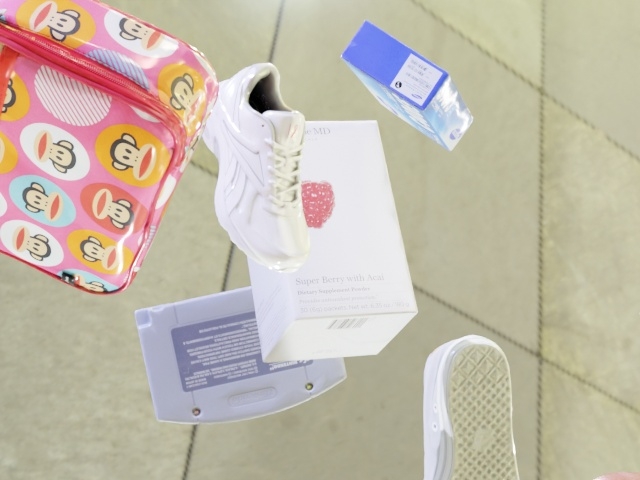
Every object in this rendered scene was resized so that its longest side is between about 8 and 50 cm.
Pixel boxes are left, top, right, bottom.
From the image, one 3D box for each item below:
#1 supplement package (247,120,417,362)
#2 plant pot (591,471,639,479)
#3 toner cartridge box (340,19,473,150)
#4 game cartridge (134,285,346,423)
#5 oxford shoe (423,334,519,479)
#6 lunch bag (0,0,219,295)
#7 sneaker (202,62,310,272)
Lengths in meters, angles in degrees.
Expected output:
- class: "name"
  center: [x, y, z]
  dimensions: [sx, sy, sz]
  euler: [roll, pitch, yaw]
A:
- class: "supplement package"
  center: [0.000, 0.000, 1.560]
  dimensions: [0.177, 0.175, 0.293]
  euler: [-3, 66, -18]
- class: "plant pot"
  center: [0.399, 0.404, 1.347]
  dimensions: [0.272, 0.272, 0.265]
  euler: [58, 4, 1]
- class: "toner cartridge box"
  center: [0.153, -0.251, 1.882]
  dimensions: [0.165, 0.075, 0.348]
  euler: [37, 4, 15]
- class: "game cartridge"
  center: [-0.116, 0.170, 1.689]
  dimensions: [0.294, 0.060, 0.196]
  euler: [-11, 86, -9]
- class: "oxford shoe"
  center: [0.235, 0.370, 1.843]
  dimensions: [0.169, 0.130, 0.449]
  euler: [-1, 97, -16]
- class: "lunch bag"
  center: [-0.251, -0.098, 1.031]
  dimensions: [0.258, 0.293, 0.120]
  euler: [26, 48, -5]
- class: "sneaker"
  center: [-0.055, -0.082, 1.166]
  dimensions: [0.090, 0.115, 0.232]
  euler: [-6, 70, -43]
